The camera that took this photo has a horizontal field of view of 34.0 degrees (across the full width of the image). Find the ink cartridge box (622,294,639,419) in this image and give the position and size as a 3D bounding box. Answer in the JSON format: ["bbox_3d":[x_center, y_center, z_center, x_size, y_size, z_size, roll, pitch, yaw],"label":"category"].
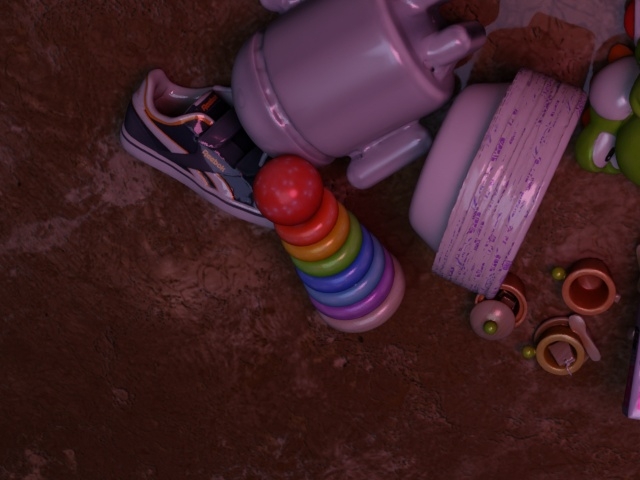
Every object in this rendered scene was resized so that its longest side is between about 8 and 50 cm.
[{"bbox_3d":[0.507,0.090,1.346,0.186,0.065,0.311,9,86,10],"label":"ink cartridge box"}]

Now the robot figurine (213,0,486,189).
[{"bbox_3d":[0.031,-0.218,1.346,0.353,0.200,0.300,-24,91,25],"label":"robot figurine"}]

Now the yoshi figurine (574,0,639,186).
[{"bbox_3d":[0.438,-0.205,1.238,0.203,0.203,0.362,22,122,-2],"label":"yoshi figurine"}]

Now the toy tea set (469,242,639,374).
[{"bbox_3d":[0.377,0.120,1.447,0.336,0.124,0.200,-9,112,20],"label":"toy tea set"}]

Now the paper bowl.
[{"bbox_3d":[0.210,-0.081,1.311,0.148,0.284,0.284,23,119,8],"label":"paper bowl"}]

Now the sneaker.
[{"bbox_3d":[-0.133,-0.130,1.482,0.321,0.126,0.127,26,125,5],"label":"sneaker"}]

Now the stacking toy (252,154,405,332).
[{"bbox_3d":[0.000,0.000,1.406,0.141,0.141,0.330,-9,148,21],"label":"stacking toy"}]
